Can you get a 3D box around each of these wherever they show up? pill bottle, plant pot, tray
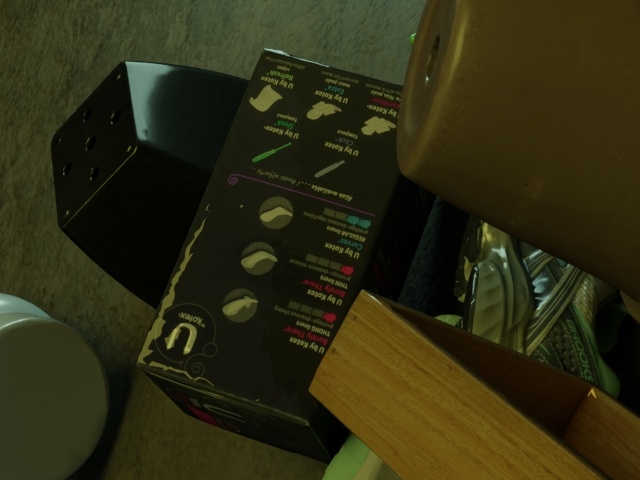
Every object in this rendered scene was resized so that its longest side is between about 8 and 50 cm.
[{"bbox_3d":[-0.385,0.149,1.560,0.361,0.204,0.204,3,73,52],"label":"pill bottle"},{"bbox_3d":[-0.155,-0.063,1.430,0.188,0.167,0.187,-42,41,30],"label":"plant pot"},{"bbox_3d":[0.173,-0.081,0.904,0.263,0.229,0.263,-168,90,-83],"label":"plant pot"},{"bbox_3d":[0.179,0.164,0.720,0.076,0.203,0.411,-61,36,8],"label":"tray"}]

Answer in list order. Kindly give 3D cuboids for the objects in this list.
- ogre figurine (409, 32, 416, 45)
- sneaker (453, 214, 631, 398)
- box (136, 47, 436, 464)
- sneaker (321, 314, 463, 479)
[{"bbox_3d":[0.143,-0.184,1.198,0.197,0.097,0.118,-48,19,-2],"label":"ogre figurine"},{"bbox_3d":[0.161,0.029,1.054,0.283,0.122,0.110,-76,1,-46],"label":"sneaker"},{"bbox_3d":[-0.015,0.015,1.153,0.143,0.165,0.270,17,73,14],"label":"box"},{"bbox_3d":[0.054,0.168,1.123,0.256,0.094,0.151,-57,8,37],"label":"sneaker"}]
